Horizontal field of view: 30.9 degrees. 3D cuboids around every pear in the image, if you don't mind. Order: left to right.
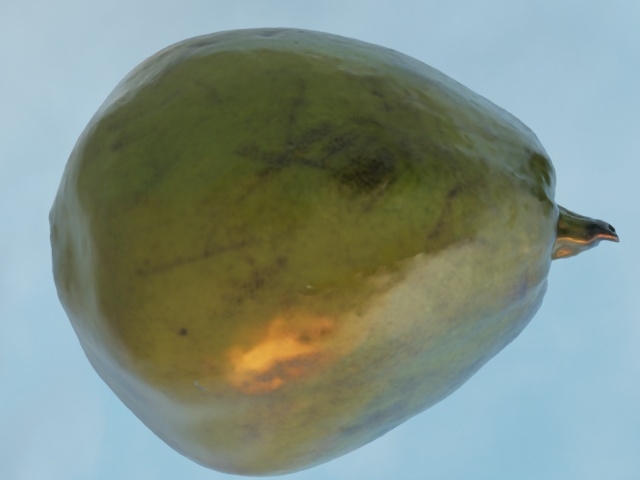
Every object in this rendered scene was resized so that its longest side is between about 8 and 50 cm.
[{"bbox_3d":[0.000,0.000,0.749,0.375,0.287,0.287,-2,-114,12],"label":"pear"}]
